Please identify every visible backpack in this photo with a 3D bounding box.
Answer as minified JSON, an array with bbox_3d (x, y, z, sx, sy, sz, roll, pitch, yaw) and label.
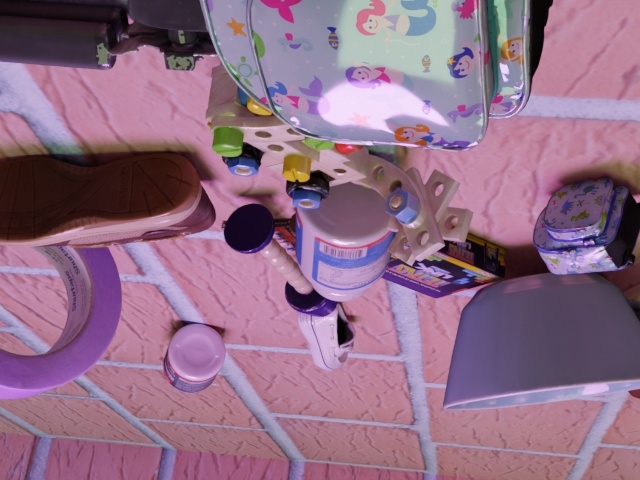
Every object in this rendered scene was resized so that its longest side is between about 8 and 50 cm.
[{"bbox_3d":[0.306,-0.017,1.217,0.114,0.105,0.084,-13,128,42],"label":"backpack"},{"bbox_3d":[0.034,-0.186,0.772,0.253,0.191,0.225,9,139,18],"label":"backpack"}]

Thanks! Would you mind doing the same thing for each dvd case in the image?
[{"bbox_3d":[-0.069,-0.006,1.473,0.119,0.013,0.087,-3,156,21],"label":"dvd case"}]

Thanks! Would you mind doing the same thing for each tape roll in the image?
[{"bbox_3d":[-0.418,0.077,1.436,0.275,0.275,0.090,21,153,-30],"label":"tape roll"}]

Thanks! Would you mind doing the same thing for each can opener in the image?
[{"bbox_3d":[-0.211,-0.207,0.977,0.280,0.074,0.093,2,123,9],"label":"can opener"}]

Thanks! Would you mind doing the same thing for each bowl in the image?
[{"bbox_3d":[0.315,0.139,1.456,0.311,0.163,0.311,-7,168,-1],"label":"bowl"}]

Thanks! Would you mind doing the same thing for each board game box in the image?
[{"bbox_3d":[0.146,0.024,1.433,0.170,0.048,0.141,21,153,-30],"label":"board game box"}]

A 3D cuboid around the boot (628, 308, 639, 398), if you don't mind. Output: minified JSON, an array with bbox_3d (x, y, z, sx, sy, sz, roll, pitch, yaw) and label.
[{"bbox_3d":[0.398,0.189,1.696,0.280,0.096,0.264,-2,156,24],"label":"boot"}]

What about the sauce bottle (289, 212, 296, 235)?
[{"bbox_3d":[0.000,0.000,1.426,0.042,0.042,0.128,-4,153,25],"label":"sauce bottle"}]

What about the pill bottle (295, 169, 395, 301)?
[{"bbox_3d":[0.030,-0.007,1.284,0.124,0.124,0.221,7,156,1],"label":"pill bottle"}]

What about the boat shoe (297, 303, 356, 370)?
[{"bbox_3d":[0.024,0.168,1.774,0.076,0.083,0.226,1,156,17],"label":"boat shoe"}]

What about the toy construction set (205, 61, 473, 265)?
[{"bbox_3d":[0.012,-0.103,1.057,0.215,0.151,0.327,-12,140,38],"label":"toy construction set"}]

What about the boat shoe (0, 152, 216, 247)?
[{"bbox_3d":[-0.299,-0.035,1.340,0.342,0.123,0.123,-6,154,15],"label":"boat shoe"}]

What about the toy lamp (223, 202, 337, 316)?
[{"bbox_3d":[-0.043,0.038,1.454,0.080,0.080,0.275,-2,156,21],"label":"toy lamp"}]

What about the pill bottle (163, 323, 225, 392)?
[{"bbox_3d":[-0.245,0.233,1.984,0.108,0.108,0.180,11,157,-9],"label":"pill bottle"}]
